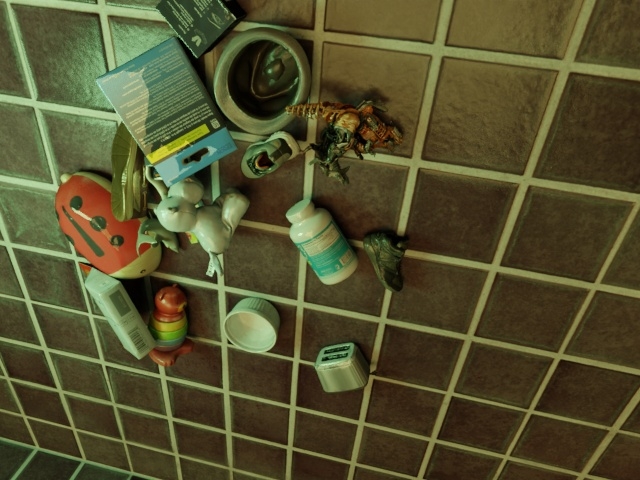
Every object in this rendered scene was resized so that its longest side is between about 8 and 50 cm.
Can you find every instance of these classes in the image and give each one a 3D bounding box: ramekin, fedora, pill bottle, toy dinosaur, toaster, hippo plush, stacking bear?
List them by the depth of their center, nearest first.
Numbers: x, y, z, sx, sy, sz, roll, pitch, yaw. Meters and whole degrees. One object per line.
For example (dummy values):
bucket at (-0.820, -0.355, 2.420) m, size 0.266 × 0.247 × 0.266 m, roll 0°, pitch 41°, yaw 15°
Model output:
fedora at (-0.141, -0.433, 1.243) m, size 0.243 × 0.124 × 0.275 m, roll 33°, pitch 124°, yaw -8°
toy dinosaur at (0.062, -0.296, 1.265) m, size 0.321 × 0.164 × 0.218 m, roll 27°, pitch 120°, yaw -6°
hippo plush at (-0.388, -0.068, 1.438) m, size 0.236 × 0.294 × 0.234 m, roll 27°, pitch 164°, yaw -26°
pill bottle at (0.000, 0.000, 1.474) m, size 0.146 × 0.146 × 0.264 m, roll -23°, pitch 113°, yaw 26°
ramekin at (-0.250, 0.312, 1.760) m, size 0.207 × 0.109 × 0.207 m, roll 7°, pitch 124°, yaw 10°
toaster at (0.088, 0.483, 1.774) m, size 0.226 × 0.129 × 0.147 m, roll -15°, pitch 115°, yaw 24°
stacking bear at (-0.591, 0.311, 1.824) m, size 0.164 × 0.175 × 0.289 m, roll 23°, pitch 117°, yaw 21°

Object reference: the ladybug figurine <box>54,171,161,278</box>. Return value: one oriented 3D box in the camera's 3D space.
ladybug figurine at (-0.757, -0.035, 1.634) m, size 0.305 × 0.162 × 0.449 m, roll -24°, pitch 113°, yaw 27°

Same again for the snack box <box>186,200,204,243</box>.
snack box at (-0.427, -0.064, 1.606) m, size 0.100 × 0.037 × 0.141 m, roll -12°, pitch 118°, yaw 19°

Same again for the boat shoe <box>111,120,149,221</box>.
boat shoe at (-0.590, -0.229, 1.505) m, size 0.123 × 0.123 × 0.342 m, roll 23°, pitch 111°, yaw 38°

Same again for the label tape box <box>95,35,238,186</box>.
label tape box at (-0.420, -0.358, 1.318) m, size 0.240 × 0.106 × 0.334 m, roll -29°, pitch 114°, yaw -2°

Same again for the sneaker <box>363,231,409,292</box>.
sneaker at (0.237, 0.067, 1.492) m, size 0.130 × 0.087 × 0.228 m, roll -16°, pitch 112°, yaw 30°

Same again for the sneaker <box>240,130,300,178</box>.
sneaker at (-0.172, -0.235, 1.354) m, size 0.100 × 0.108 × 0.271 m, roll 52°, pitch 148°, yaw -15°

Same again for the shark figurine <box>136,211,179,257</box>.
shark figurine at (-0.536, -0.044, 1.562) m, size 0.116 × 0.278 × 0.166 m, roll -23°, pitch 88°, yaw 6°

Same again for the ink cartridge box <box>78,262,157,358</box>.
ink cartridge box at (-0.809, 0.258, 1.780) m, size 0.384 × 0.091 × 0.308 m, roll 11°, pitch 130°, yaw 42°

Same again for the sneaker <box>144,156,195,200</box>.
sneaker at (-0.474, -0.264, 1.439) m, size 0.126 × 0.127 × 0.321 m, roll -1°, pitch 120°, yaw 17°

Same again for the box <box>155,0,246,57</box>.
box at (-0.306, -0.590, 1.203) m, size 0.158 × 0.093 × 0.156 m, roll -31°, pitch 111°, yaw 28°
